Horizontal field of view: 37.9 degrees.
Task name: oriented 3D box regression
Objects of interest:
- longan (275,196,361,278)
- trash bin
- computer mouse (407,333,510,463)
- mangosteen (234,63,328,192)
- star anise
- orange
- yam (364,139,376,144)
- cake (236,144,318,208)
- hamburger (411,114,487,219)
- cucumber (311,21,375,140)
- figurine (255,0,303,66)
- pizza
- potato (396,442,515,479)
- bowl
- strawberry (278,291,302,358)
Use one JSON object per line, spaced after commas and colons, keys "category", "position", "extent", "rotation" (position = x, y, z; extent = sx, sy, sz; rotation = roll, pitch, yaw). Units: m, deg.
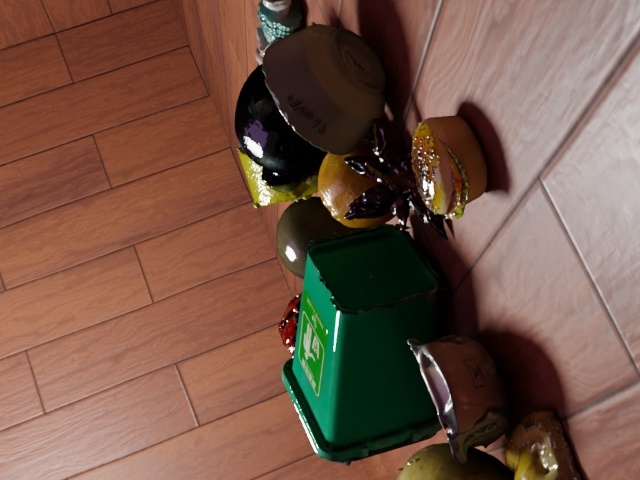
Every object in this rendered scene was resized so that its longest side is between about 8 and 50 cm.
{"category": "longan", "position": [0.000, 0.000, 1.993], "extent": [0.212, 0.198, 0.198], "rotation": [29, -158, -43]}
{"category": "trash bin", "position": [0.100, 0.182, 1.657], "extent": [0.259, 0.295, 0.381], "rotation": [-120, 24, -45]}
{"category": "computer mouse", "position": [0.231, 0.238, 1.451], "extent": [0.389, 0.114, 0.200], "rotation": [48, -157, -71]}
{"category": "mangosteen", "position": [-0.042, -0.207, 1.701], "extent": [0.243, 0.242, 0.243], "rotation": [159, 90, -80]}
{"category": "star anise", "position": [0.102, -0.086, 1.432], "extent": [0.053, 0.157, 0.212], "rotation": [-45, -61, -57]}
{"category": "orange", "position": [0.066, -0.090, 1.544], "extent": [0.159, 0.136, 0.159], "rotation": [46, 178, 2]}
{"category": "yam", "position": [0.085, -0.153, 1.636], "extent": [0.094, 0.043, 0.043], "rotation": [94, 154, -65]}
{"category": "cake", "position": [-0.070, -0.155, 1.944], "extent": [0.260, 0.179, 0.156], "rotation": [-61, -49, -77]}
{"category": "hamburger", "position": [0.162, -0.094, 1.210], "extent": [0.126, 0.081, 0.141], "rotation": [96, 153, -69]}
{"category": "cucumber", "position": [0.044, -0.274, 1.588], "extent": [0.056, 0.056, 0.250], "rotation": [99, 149, -71]}
{"category": "figurine", "position": [-0.082, -0.406, 1.863], "extent": [0.246, 0.110, 0.138], "rotation": [87, 162, -46]}
{"category": "pizza", "position": [0.308, 0.334, 1.300], "extent": [0.204, 0.080, 0.188], "rotation": [83, 163, -50]}
{"category": "potato", "position": [0.242, 0.395, 1.506], "extent": [0.299, 0.239, 0.116], "rotation": [133, 151, -84]}
{"category": "bowl", "position": [0.025, -0.248, 1.437], "extent": [0.211, 0.112, 0.211], "rotation": [32, -140, -32]}
{"category": "strawberry", "position": [0.049, 0.198, 1.973], "extent": [0.274, 0.220, 0.274], "rotation": [47, -179, -1]}
